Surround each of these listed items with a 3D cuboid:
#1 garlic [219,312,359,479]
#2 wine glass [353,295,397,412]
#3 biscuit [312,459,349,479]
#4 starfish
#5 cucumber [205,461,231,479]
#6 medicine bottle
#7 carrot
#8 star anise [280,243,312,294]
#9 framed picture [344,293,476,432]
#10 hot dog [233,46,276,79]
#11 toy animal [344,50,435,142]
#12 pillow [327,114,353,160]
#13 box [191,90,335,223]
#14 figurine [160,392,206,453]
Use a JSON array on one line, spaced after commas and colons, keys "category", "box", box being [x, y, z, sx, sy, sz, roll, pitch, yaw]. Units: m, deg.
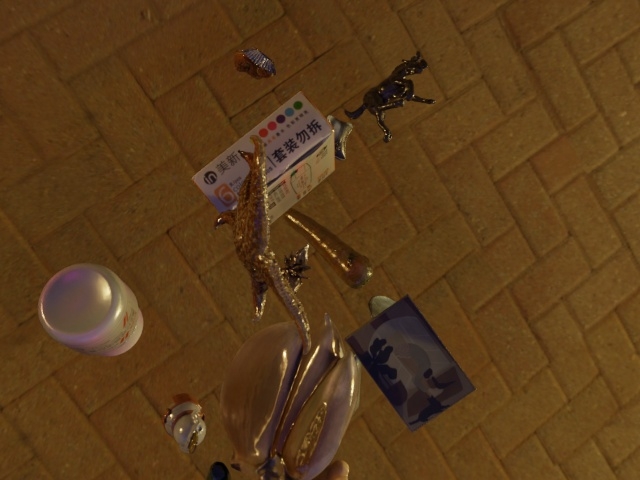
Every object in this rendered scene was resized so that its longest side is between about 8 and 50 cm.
[{"category": "garlic", "box": [-0.059, 0.284, 1.057, 0.132, 0.279, 0.325, 35, 72, -55]}, {"category": "wine glass", "box": [0.132, 0.389, 2.020, 0.267, 0.267, 0.406, 29, 119, -15]}, {"category": "biscuit", "box": [-0.010, 0.503, 0.979, 0.030, 0.160, 0.249, 23, 53, -20]}, {"category": "starfish", "box": [-0.064, 0.005, 0.612, 0.057, 0.213, 0.238, -11, 56, -19]}, {"category": "cucumber", "box": [-0.174, 0.420, 1.011, 0.048, 0.048, 0.105, -1, 123, -14]}, {"category": "medicine bottle", "box": [-0.664, 0.219, 1.749, 0.241, 0.302, 0.241, 0, 69, -1]}, {"category": "carrot", "box": [0.000, 0.000, 1.380, 0.298, 0.078, 0.078, 40, 85, 16]}, {"category": "star anise", "box": [-0.063, 0.063, 1.480, 0.056, 0.124, 0.129, 28, 99, -42]}, {"category": "framed picture", "box": [0.154, 0.212, 1.013, 0.136, 0.010, 0.201, -36, 90, 4]}, {"category": "hot dog", "box": [-0.173, -0.458, 1.532, 0.108, 0.191, 0.059, 33, 90, -21]}, {"category": "toy animal", "box": [0.177, -0.352, 1.437, 0.233, 0.148, 0.084, -39, 141, 9]}, {"category": "pillow", "box": [0.050, -0.332, 1.914, 0.091, 0.055, 0.135, 11, 76, 6]}, {"category": "box", "box": [-0.079, -0.112, 0.986, 0.221, 0.274, 0.091, -40, 84, -5]}, {"category": "figurine", "box": [-0.434, 0.580, 1.869, 0.143, 0.271, 0.143, -2, 101, -12]}]
